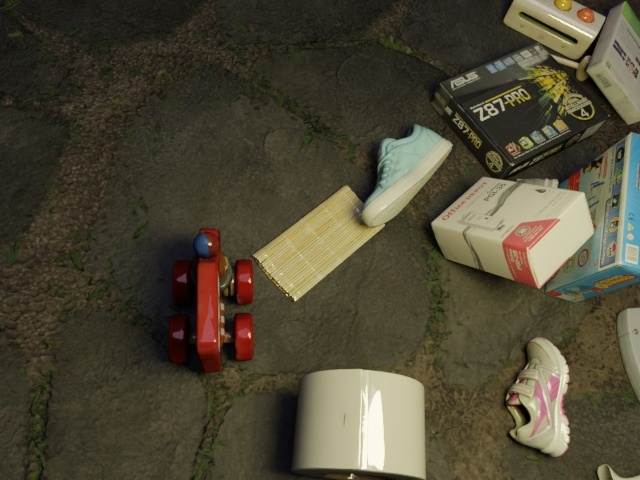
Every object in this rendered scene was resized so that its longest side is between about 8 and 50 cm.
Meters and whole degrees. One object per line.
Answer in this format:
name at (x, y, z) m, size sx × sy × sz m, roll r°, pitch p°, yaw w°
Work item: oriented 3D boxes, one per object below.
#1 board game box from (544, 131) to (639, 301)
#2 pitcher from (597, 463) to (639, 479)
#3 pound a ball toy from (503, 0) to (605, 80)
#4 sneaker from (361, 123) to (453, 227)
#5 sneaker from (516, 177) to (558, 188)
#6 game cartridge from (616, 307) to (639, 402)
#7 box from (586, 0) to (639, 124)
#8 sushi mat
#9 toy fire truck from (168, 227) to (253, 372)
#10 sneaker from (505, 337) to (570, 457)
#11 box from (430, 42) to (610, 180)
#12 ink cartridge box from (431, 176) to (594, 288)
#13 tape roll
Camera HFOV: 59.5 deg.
board game box at (0.645, -0.038, 1.287) m, size 0.086 × 0.302 × 0.308 m, roll 15°, pitch 73°, yaw -2°
pitcher at (0.681, 0.554, 1.131) m, size 0.207 × 0.125 × 0.177 m, roll 4°, pitch 83°, yaw 4°
pound a ball toy at (0.742, -0.669, 1.748) m, size 0.319 × 0.135 × 0.208 m, roll 31°, pitch 62°, yaw 7°
sneaker at (0.183, -0.171, 1.407) m, size 0.150 × 0.135 × 0.366 m, roll 38°, pitch 52°, yaw 12°
sneaker at (0.519, -0.043, 1.428) m, size 0.115 × 0.105 × 0.281 m, roll 14°, pitch 57°, yaw 24°
game cartridge at (0.816, 0.298, 1.312) m, size 0.196 × 0.060 × 0.294 m, roll 0°, pitch 63°, yaw -14°
box at (0.932, -0.542, 1.706) m, size 0.232 × 0.058 × 0.322 m, roll 42°, pitch 62°, yaw -19°
sushi mat at (0.000, 0.000, 1.345) m, size 0.317 × 0.019 × 0.151 m, roll -39°, pitch 76°, yaw -24°
toy fire truck at (-0.217, 0.107, 1.120) m, size 0.170 × 0.254 × 0.301 m, roll 1°, pitch 63°, yaw -9°
sneaker at (0.462, 0.327, 1.208) m, size 0.111 × 0.103 × 0.252 m, roll 11°, pitch 61°, yaw -6°
box at (0.565, -0.371, 1.588) m, size 0.395 × 0.097 × 0.318 m, roll -25°, pitch 67°, yaw -20°
ink cartridge box at (0.427, -0.028, 1.275) m, size 0.207 × 0.117 × 0.283 m, roll -40°, pitch 31°, yaw -19°
tape roll at (0.073, 0.355, 1.049) m, size 0.246 × 0.246 × 0.169 m, roll 7°, pitch 63°, yaw -6°
